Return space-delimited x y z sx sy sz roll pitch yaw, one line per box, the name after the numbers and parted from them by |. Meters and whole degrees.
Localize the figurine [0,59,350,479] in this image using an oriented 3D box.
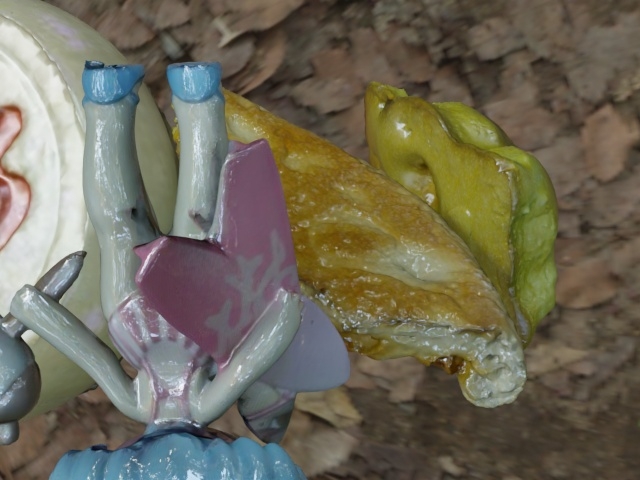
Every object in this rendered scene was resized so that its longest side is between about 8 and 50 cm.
-0.086 0.053 0.756 0.205 0.103 0.260 -3 100 -4 | figurine

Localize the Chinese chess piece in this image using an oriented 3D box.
-0.216 -0.020 1.084 0.270 0.112 0.270 -3 84 23 | Chinese chess piece

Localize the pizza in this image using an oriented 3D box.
0.000 0.000 1.265 0.365 0.074 0.182 36 42 23 | pizza

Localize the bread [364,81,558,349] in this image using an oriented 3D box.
0.110 -0.032 1.377 0.088 0.233 0.160 -15 122 -28 | bread
